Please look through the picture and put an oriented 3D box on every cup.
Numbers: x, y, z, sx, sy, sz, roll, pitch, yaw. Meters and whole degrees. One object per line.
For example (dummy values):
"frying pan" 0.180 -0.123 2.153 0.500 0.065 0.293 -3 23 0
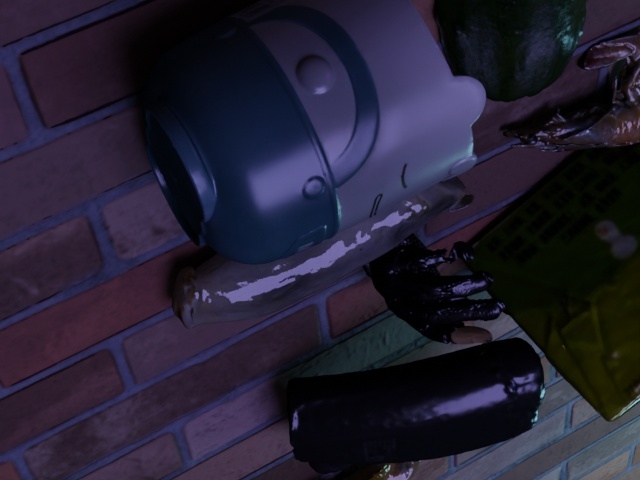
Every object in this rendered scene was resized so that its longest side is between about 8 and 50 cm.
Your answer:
"cup" -0.022 -0.102 1.035 0.258 0.219 0.289 -27 173 -13

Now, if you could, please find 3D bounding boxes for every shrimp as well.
"shrimp" 0.332 -0.173 1.366 0.251 0.052 0.143 -17 118 -22

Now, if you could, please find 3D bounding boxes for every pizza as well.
"pizza" 0.036 0.413 1.697 0.297 0.071 0.189 -34 141 -7

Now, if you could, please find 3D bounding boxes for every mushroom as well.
"mushroom" 0.000 0.002 1.233 0.351 0.097 0.109 -29 141 -8

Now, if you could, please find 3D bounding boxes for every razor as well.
"razor" 0.121 0.216 1.452 0.327 0.107 0.189 -10 147 0

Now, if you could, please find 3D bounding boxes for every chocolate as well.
"chocolate" 0.388 0.043 1.441 0.301 0.289 0.137 -40 153 2

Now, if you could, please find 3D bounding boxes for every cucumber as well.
"cucumber" 0.198 -0.248 1.139 0.145 0.105 0.325 -26 143 -17

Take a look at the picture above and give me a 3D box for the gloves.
"gloves" 0.131 0.064 1.330 0.106 0.180 0.129 -20 138 -23
